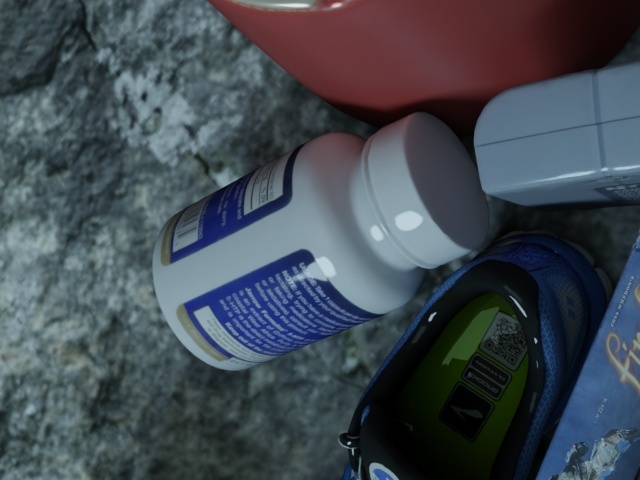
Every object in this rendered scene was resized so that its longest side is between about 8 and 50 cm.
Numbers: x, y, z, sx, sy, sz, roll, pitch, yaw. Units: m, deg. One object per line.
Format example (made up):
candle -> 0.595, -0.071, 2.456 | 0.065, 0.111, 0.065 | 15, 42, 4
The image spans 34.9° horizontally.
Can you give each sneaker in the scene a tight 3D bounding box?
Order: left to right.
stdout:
sneaker -> 0.051, 0.144, 0.584 | 0.129, 0.147, 0.330 | 26, 100, 26

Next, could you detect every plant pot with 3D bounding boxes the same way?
plant pot -> 0.039, -0.194, 0.533 | 0.274, 0.243, 0.275 | 1, 92, 23

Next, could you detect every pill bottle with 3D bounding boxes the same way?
pill bottle -> 0.000, 0.000, 0.608 | 0.186, 0.112, 0.112 | -24, 82, 33

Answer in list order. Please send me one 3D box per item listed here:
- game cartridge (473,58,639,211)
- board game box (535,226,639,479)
game cartridge -> 0.232, -0.057, 0.480 | 0.294, 0.196, 0.060 | -6, 90, 22
board game box -> 0.150, 0.108, 0.535 | 0.042, 0.165, 0.243 | 24, 100, 21
